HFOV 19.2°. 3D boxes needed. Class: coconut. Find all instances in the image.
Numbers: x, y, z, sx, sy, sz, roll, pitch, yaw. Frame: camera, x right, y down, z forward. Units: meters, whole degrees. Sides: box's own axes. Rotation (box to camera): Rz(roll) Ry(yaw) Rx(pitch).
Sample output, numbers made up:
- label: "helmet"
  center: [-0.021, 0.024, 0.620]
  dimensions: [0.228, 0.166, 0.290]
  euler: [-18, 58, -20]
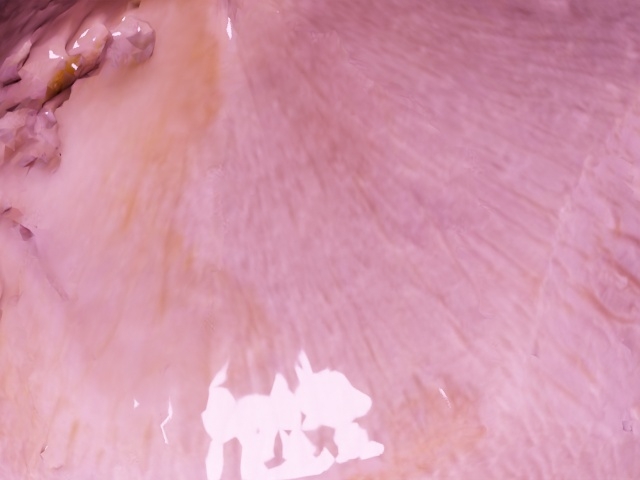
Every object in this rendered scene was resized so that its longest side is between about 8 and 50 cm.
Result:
- label: "coconut"
  center: [0.000, 0.000, 0.757]
  dimensions: [0.346, 0.346, 0.360]
  euler: [-47, 143, -23]
